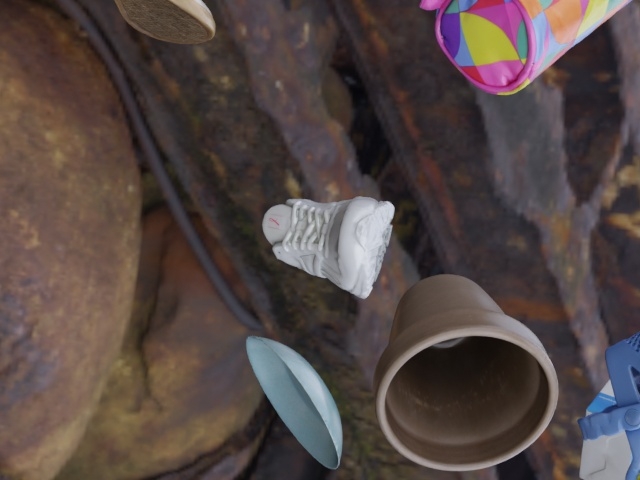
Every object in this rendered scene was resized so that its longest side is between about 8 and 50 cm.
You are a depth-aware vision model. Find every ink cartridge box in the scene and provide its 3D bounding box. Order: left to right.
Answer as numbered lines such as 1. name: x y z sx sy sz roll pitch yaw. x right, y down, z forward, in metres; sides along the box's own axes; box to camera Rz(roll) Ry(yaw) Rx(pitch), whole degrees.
1. ink cartridge box: 0.471 0.252 1.645 0.231 0.078 0.134 -37 135 -42

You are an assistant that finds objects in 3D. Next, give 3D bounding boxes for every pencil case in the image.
1. pencil case: 0.188 -0.207 0.868 0.236 0.104 0.104 -36 129 -33

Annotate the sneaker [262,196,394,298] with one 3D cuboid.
1. sneaker: 0.000 0.000 1.058 0.232 0.115 0.090 133 -26 -79

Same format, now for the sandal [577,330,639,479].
1. sandal: 0.412 0.157 1.364 0.126 0.138 0.317 14 96 -62

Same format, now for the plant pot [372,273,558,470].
1. plant pot: 0.201 0.172 1.652 0.229 0.263 0.263 -95 174 -59

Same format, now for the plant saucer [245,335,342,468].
1. plant saucer: -0.023 0.191 1.368 0.037 0.195 0.195 -31 130 -19

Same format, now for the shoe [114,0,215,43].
1. shoe: -0.156 -0.235 0.970 0.219 0.077 0.058 31 62 -60
